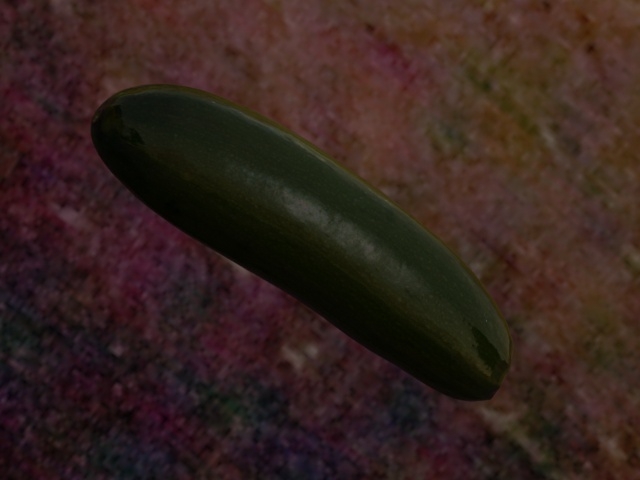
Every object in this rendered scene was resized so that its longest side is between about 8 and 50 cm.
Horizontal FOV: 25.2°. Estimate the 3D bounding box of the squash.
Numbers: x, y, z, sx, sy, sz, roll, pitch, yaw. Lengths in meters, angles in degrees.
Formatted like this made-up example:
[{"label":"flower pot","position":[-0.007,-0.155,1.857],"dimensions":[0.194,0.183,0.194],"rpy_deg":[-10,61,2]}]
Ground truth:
[{"label":"squash","position":[0.000,-0.002,0.809],"dimensions":[0.292,0.082,0.082],"rpy_deg":[33,29,-21]}]
